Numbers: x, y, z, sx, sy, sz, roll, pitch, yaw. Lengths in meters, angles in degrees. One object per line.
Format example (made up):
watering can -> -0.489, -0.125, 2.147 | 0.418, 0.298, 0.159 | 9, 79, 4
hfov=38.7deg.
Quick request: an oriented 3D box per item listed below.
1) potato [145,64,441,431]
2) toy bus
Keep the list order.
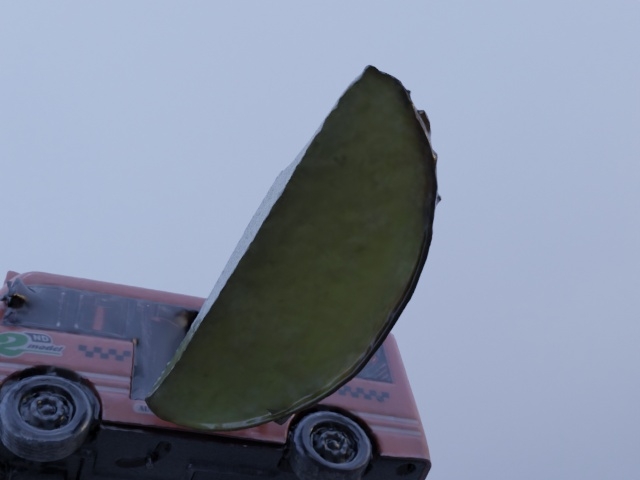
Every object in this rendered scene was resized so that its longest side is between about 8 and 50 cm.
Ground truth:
potato -> 0.000, 0.000, 0.690 | 0.112, 0.255, 0.269 | 34, -77, -7
toy bus -> -0.130, 0.170, 0.857 | 0.427, 0.233, 0.203 | 11, -52, -15
